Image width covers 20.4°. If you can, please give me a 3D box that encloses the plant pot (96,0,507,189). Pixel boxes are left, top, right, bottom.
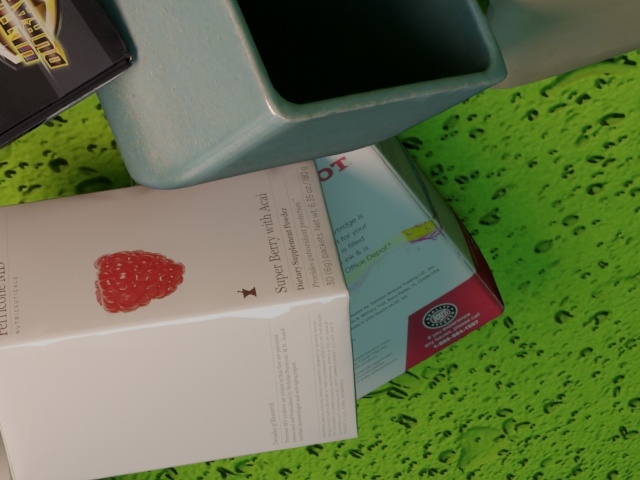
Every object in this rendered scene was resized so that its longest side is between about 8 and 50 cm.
[{"bbox_3d":[-0.058,-0.165,1.392,0.247,0.248,0.252,-14,166,-42],"label":"plant pot"}]

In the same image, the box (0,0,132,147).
[{"bbox_3d":[-0.333,-0.173,1.262,0.293,0.073,0.295,-35,95,-27],"label":"box"}]

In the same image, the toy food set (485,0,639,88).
[{"bbox_3d":[0.257,-0.247,1.497,0.306,0.092,0.220,-18,159,-11],"label":"toy food set"}]

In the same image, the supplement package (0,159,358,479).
[{"bbox_3d":[-0.128,0.069,1.481,0.292,0.177,0.175,-9,132,-5],"label":"supplement package"}]

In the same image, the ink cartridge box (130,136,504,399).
[{"bbox_3d":[0.000,0.000,1.658,0.226,0.131,0.306,-30,130,12],"label":"ink cartridge box"}]

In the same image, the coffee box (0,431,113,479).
[{"bbox_3d":[-0.359,0.400,1.762,0.337,0.338,0.334,-27,132,9],"label":"coffee box"}]
